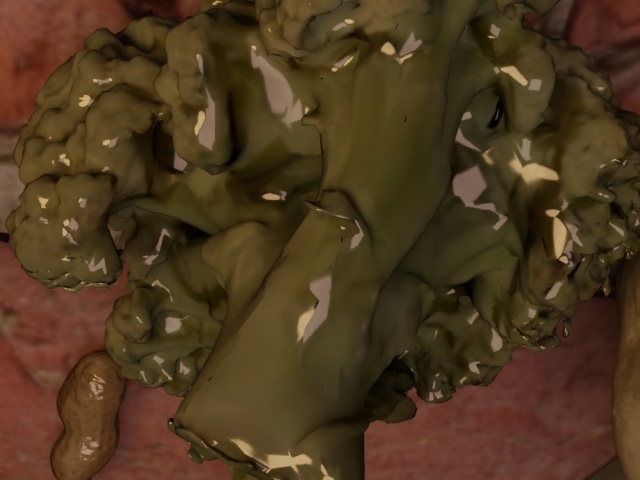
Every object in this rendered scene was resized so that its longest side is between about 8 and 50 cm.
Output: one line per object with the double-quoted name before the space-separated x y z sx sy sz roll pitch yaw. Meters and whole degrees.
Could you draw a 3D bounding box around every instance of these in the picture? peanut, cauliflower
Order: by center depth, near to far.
"cauliflower" -0.009 -0.016 0.729 0.260 0.281 0.327 35 125 13
"peanut" -0.122 0.096 0.881 0.037 0.037 0.083 10 109 -11

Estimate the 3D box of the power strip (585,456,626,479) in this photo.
"power strip" 0.088 0.237 0.938 0.385 0.091 0.062 -37 113 8

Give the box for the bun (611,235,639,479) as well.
"bun" 0.260 0.063 0.815 0.259 0.160 0.259 1 82 -11
